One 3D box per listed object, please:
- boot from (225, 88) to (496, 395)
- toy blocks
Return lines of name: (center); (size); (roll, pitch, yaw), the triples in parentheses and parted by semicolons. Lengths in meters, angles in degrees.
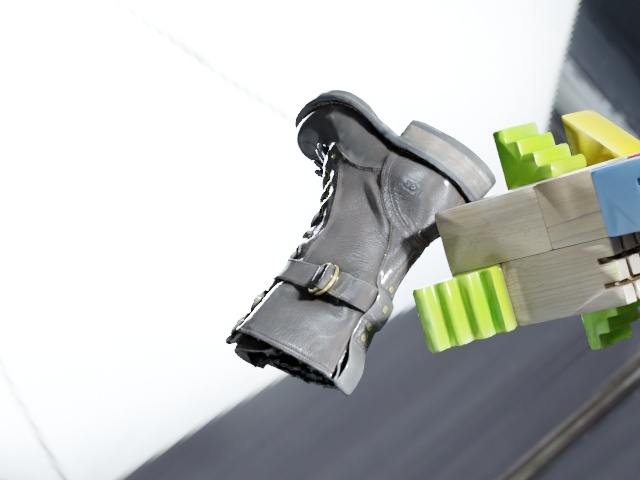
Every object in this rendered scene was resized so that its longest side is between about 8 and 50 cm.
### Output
boot: (0.000, 0.000, 1.212); (0.091, 0.229, 0.263); (44, -11, -32)
toy blocks: (0.280, -0.027, 1.121); (0.261, 0.381, 0.191); (-16, -90, 45)
